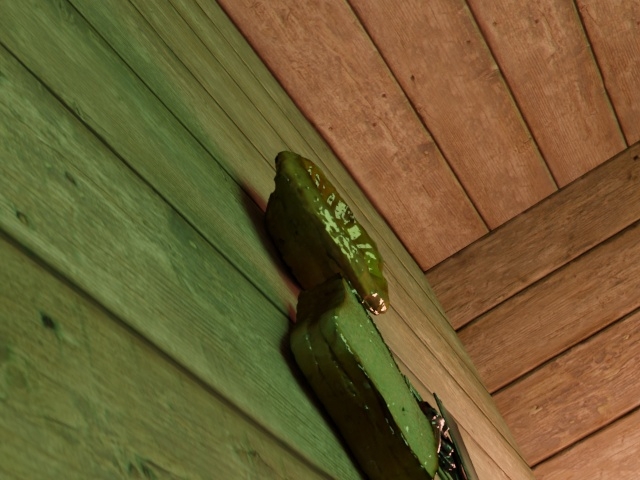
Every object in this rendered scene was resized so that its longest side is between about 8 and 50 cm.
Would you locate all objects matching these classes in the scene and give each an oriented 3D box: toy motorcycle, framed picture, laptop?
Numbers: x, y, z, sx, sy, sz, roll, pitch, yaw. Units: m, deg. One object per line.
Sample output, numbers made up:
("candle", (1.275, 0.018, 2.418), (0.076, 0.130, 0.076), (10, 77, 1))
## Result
("toy motorcycle", (0.163, 0.310, 1.789), (0.212, 0.084, 0.118), (54, 6, 32))
("framed picture", (0.235, 0.409, 2.071), (0.231, 0.018, 0.293), (56, 9, -14))
("laptop", (0.306, 0.465, 2.164), (0.187, 0.015, 0.269), (56, 11, -53))

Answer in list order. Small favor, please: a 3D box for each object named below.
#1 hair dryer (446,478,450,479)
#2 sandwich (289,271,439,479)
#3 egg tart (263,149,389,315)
("hair dryer", (0.242, 0.513, 1.585), (0.225, 0.088, 0.219), (-96, 159, -43))
("sandwich", (0.064, 0.217, 1.498), (0.301, 0.099, 0.271), (60, 12, -8))
("egg tart", (-0.001, -0.001, 1.797), (0.341, 0.132, 0.341), (55, 9, -13))
